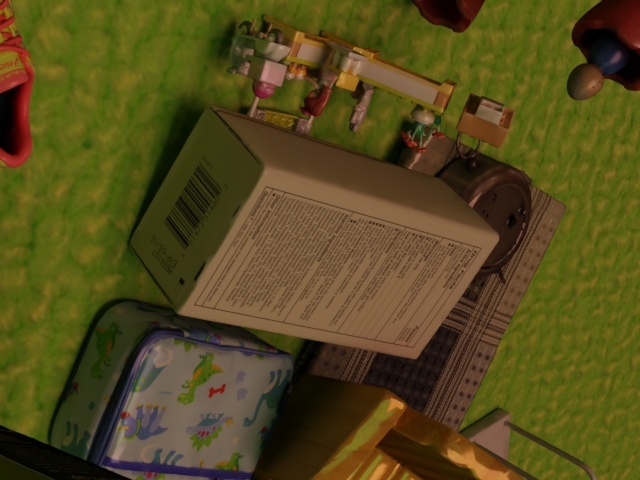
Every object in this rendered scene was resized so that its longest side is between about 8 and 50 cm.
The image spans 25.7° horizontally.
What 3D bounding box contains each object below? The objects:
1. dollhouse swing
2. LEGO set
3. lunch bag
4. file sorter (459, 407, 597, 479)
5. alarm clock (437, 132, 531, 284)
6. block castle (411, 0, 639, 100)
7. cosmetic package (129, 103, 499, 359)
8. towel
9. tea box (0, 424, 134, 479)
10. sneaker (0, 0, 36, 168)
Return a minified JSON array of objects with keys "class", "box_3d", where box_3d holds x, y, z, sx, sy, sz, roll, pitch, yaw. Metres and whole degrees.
[{"class":"dollhouse swing","box_3d":[0.066,0.353,1.388,0.347,0.315,0.305,37,77,-16]},{"class":"LEGO set","box_3d":[0.033,-0.122,1.307,0.287,0.132,0.107,15,105,-28]},{"class":"lunch bag","box_3d":[-0.134,0.158,1.309,0.219,0.090,0.176,19,98,-50]},{"class":"file sorter","box_3d":[0.192,0.373,1.716,0.278,0.173,0.192,-25,127,-38]},{"class":"alarm clock","box_3d":[0.166,-0.039,1.487,0.129,0.064,0.192,-32,127,-29]},{"class":"block castle","box_3d":[0.133,-0.337,1.168,0.213,0.303,0.453,-51,138,-15]},{"class":"cosmetic package","box_3d":[0.000,0.000,1.296,0.309,0.113,0.160,15,115,-44]},{"class":"towel","box_3d":[0.126,0.049,1.577,0.312,0.056,0.324,24,94,-48]},{"class":"tea box","box_3d":[-0.310,0.237,0.936,0.329,0.324,0.219,15,89,-53]},{"class":"sneaker","box_3d":[-0.244,-0.145,1.018,0.081,0.094,0.208,-27,127,-34]}]
